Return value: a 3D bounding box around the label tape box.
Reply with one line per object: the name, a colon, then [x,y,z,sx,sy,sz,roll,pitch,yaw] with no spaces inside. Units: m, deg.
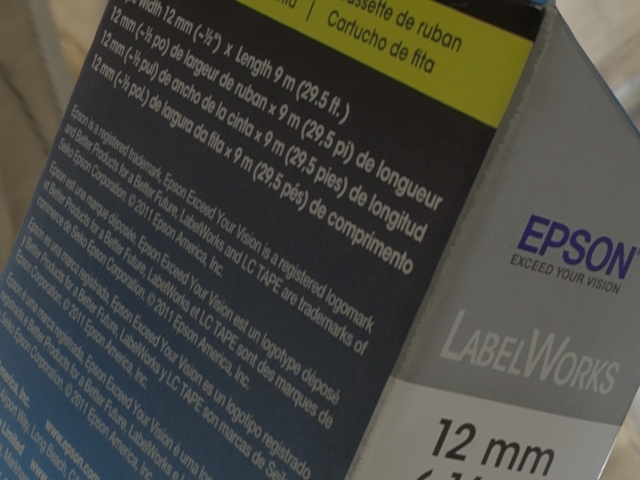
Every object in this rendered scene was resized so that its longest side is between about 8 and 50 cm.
label tape box: [0.000,0.000,0.590,0.115,0.348,0.249,18,-170,-38]
